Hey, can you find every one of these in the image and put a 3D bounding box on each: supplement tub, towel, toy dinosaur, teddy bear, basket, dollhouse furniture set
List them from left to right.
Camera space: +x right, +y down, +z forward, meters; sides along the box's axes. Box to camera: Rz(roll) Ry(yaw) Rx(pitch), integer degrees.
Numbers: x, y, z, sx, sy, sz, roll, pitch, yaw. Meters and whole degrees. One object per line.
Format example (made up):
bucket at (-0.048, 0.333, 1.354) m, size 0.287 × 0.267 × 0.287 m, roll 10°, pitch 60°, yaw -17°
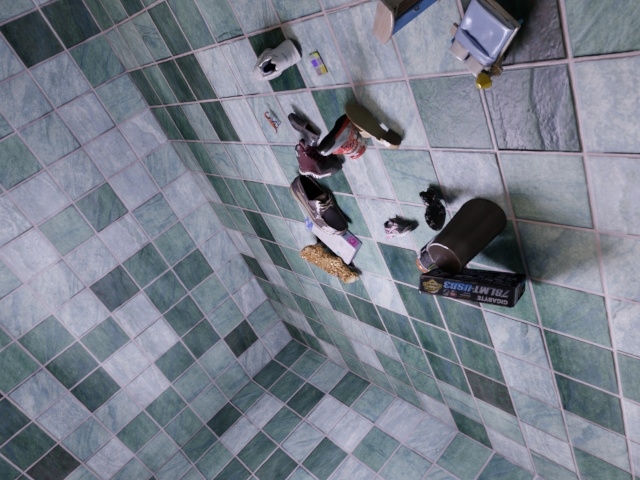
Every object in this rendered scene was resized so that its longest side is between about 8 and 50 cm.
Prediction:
toy dinosaur at (-0.216, -0.532, 2.176) m, size 0.082 × 0.090 × 0.047 m, roll 24°, pitch 147°, yaw -23°
towel at (-0.010, -0.631, 1.758) m, size 0.060 × 0.009 × 0.083 m, roll 11°, pitch 136°, yaw 54°
teddy bear at (0.058, 0.117, 2.585) m, size 0.338 × 0.113 × 0.245 m, roll 31°, pitch 179°, yaw 12°
supplement tub at (0.448, 0.053, 1.880) m, size 0.117 × 0.117 × 0.190 m, roll 45°, pitch 155°, yaw 7°
dollhouse furniture set at (0.304, -0.496, 1.124) m, size 0.303 × 0.198 × 0.286 m, roll 48°, pitch 174°, yaw 7°
basket at (0.471, -0.008, 1.620) m, size 0.154 × 0.227 × 0.204 m, roll 49°, pitch 156°, yaw -1°

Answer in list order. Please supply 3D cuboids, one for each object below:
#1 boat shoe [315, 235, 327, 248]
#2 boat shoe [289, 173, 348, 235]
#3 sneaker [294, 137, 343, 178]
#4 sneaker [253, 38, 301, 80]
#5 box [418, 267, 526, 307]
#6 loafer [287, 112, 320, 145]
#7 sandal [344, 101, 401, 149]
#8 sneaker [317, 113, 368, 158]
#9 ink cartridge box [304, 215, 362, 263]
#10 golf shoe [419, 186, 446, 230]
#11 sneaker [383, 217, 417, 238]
boat shoe at (0.000, 0.000, 2.620) m, size 0.050 × 0.045 × 0.135 m, roll 25°, pitch 147°, yaw 42°
boat shoe at (-0.007, -0.167, 2.287) m, size 0.355 × 0.132 × 0.130 m, roll 44°, pitch 155°, yaw 7°
sneaker at (-0.031, -0.357, 2.084) m, size 0.281 × 0.106 × 0.162 m, roll 13°, pitch 135°, yaw 53°
sneaker at (-0.195, -0.669, 1.864) m, size 0.111 × 0.129 × 0.297 m, roll 54°, pitch 156°, yaw -17°
box at (0.511, 0.144, 1.631) m, size 0.296 × 0.293 × 0.073 m, roll 6°, pitch 96°, yaw 28°
loafer at (-0.064, -0.473, 2.036) m, size 0.170 × 0.062 × 0.061 m, roll 45°, pitch 133°, yaw -1°
sandal at (0.172, -0.383, 1.730) m, size 0.240 × 0.088 × 0.079 m, roll 38°, pitch 150°, yaw 9°
sneaker at (0.091, -0.339, 1.739) m, size 0.090 × 0.270 × 0.145 m, roll -23°, pitch 116°, yaw 36°
ink cartridge box at (0.059, -0.034, 2.455) m, size 0.311 × 0.065 × 0.185 m, roll 41°, pitch 155°, yaw 10°
golf shoe at (0.403, -0.096, 1.709) m, size 0.077 × 0.198 × 0.094 m, roll -20°, pitch 134°, yaw 20°
sneaker at (0.313, -0.056, 2.003) m, size 0.178 × 0.072 × 0.077 m, roll -13°, pitch 105°, yaw 56°
